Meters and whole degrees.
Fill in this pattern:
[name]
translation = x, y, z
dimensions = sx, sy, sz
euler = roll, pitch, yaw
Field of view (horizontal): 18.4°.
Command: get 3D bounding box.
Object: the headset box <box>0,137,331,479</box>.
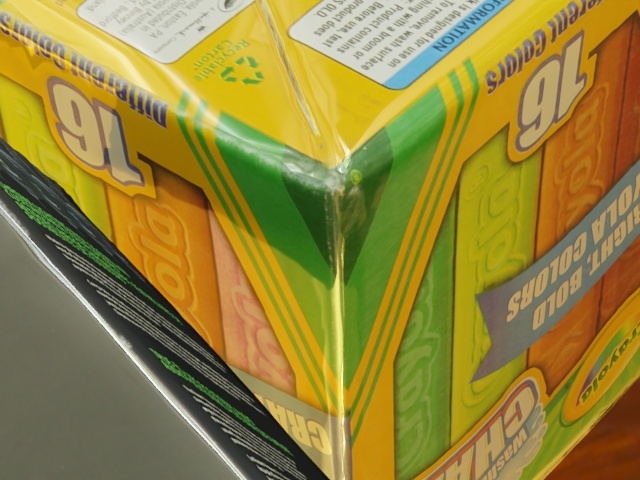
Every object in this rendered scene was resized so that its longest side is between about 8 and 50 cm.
[headset box]
translation = -0.098, 0.126, 0.436
dimensions = 0.246, 0.131, 0.283
euler = -44, 63, 0

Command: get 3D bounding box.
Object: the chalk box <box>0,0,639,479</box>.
[chalk box]
translation = 0.000, 0.000, 0.654
dimensions = 0.179, 0.180, 0.289
euler = 30, 146, 28
